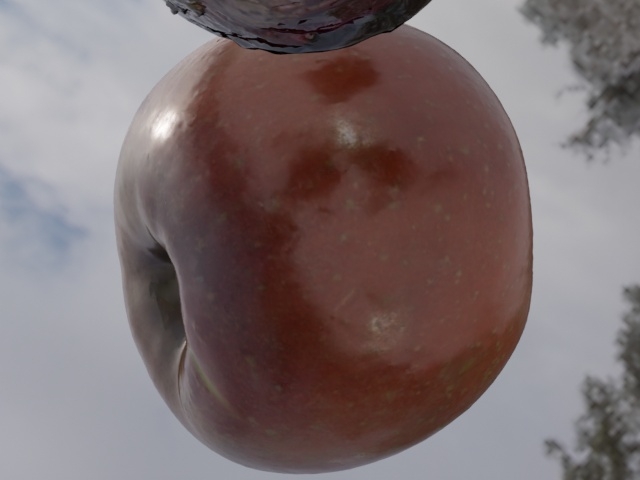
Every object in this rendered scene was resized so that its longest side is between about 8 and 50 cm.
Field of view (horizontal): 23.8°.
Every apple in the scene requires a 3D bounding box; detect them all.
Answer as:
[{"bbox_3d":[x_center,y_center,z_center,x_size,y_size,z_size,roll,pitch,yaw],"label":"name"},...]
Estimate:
[{"bbox_3d":[0.000,0.000,1.155,0.276,0.349,0.348,-15,-130,-24],"label":"apple"}]

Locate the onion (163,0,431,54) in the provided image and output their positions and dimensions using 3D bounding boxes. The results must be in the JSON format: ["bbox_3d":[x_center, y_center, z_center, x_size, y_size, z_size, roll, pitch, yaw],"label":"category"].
[{"bbox_3d":[-0.014,-0.204,0.674,0.195,0.218,0.140,30,168,27],"label":"onion"}]
